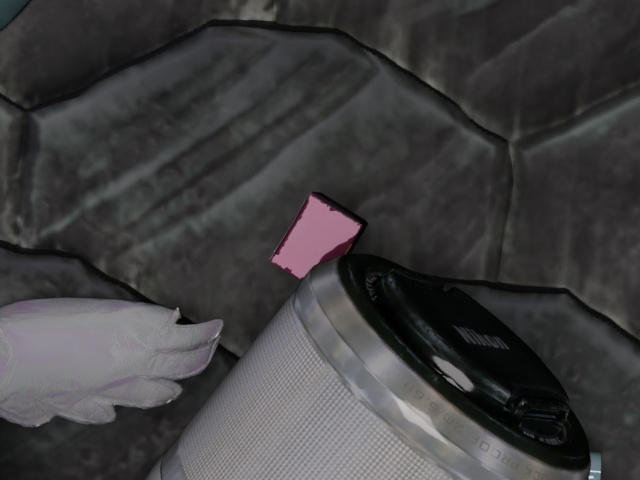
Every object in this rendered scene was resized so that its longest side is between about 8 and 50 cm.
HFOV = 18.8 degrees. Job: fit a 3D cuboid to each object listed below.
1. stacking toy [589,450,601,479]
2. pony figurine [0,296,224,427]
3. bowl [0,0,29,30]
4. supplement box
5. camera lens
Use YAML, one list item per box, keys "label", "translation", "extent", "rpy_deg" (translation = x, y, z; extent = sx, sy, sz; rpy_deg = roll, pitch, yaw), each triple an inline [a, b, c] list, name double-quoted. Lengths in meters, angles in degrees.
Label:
- label: "stacking toy"
  translation: [0.177, 0.205, 1.310]
  extent: [0.167, 0.052, 0.221]
  rpy_deg: [0, 91, 4]
- label: "pony figurine"
  translation: [-0.273, 0.146, 1.252]
  extent: [0.351, 0.303, 0.363]
  rpy_deg: [14, 109, 15]
- label: "bowl"
  translation: [-0.327, -0.265, 1.282]
  extent: [0.311, 0.163, 0.312]
  rpy_deg: [0, 90, 4]
- label: "supplement box"
  translation: [0.000, 0.000, 1.302]
  extent: [0.043, 0.083, 0.055]
  rpy_deg: [32, 94, 3]
- label: "camera lens"
  translation: [0.017, 0.163, 1.224]
  extent: [0.219, 0.219, 0.274]
  rpy_deg: [39, 104, 2]
